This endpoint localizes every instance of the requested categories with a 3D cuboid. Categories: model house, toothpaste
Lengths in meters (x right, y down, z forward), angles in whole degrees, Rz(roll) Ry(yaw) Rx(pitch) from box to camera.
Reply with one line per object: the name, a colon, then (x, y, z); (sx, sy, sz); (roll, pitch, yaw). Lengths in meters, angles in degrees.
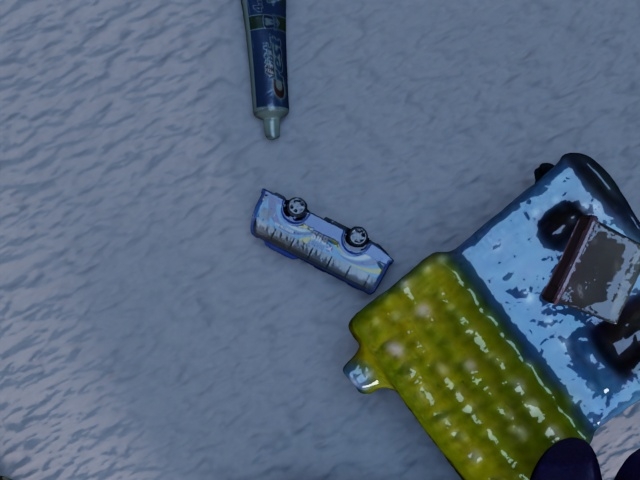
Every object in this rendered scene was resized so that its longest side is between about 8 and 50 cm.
model house: (0.187, 0.093, 1.399); (0.303, 0.215, 0.237); (-37, 85, 0)
toothpaste: (-0.057, -0.201, 1.512); (0.057, 0.035, 0.197); (-2, 81, -17)

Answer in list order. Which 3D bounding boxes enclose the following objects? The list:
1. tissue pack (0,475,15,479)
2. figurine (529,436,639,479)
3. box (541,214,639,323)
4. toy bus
tissue pack: (-0.462, 0.336, 1.310); (0.380, 0.297, 0.207); (-11, 81, 0)
figurine: (0.266, 0.365, 1.323); (0.154, 0.420, 0.193); (-6, 43, 6)
box: (0.242, 0.028, 1.267); (0.063, 0.060, 0.084); (26, 90, -3)
toy bus: (0.000, 0.000, 1.480); (0.153, 0.051, 0.061); (26, 89, 2)
